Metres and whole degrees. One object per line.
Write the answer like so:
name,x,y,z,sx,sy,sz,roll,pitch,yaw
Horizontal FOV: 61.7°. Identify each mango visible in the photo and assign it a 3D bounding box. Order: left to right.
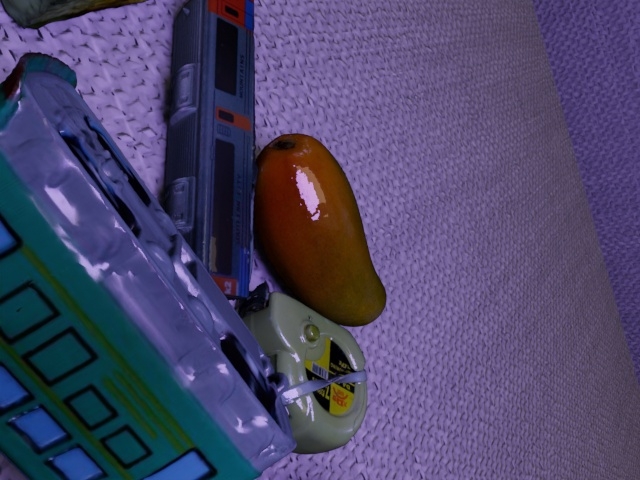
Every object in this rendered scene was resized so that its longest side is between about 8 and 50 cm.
mango,-0.002,0.001,0.697,0.289,0.129,0.146,65,24,-16

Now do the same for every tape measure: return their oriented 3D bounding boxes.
tape measure,-0.019,0.170,0.661,0.200,0.106,0.175,35,43,-40

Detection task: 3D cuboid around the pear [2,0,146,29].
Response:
pear,-0.227,-0.377,0.510,0.286,0.176,0.281,-44,111,-46

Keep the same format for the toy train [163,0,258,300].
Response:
toy train,-0.130,-0.133,0.621,0.089,0.086,0.408,11,73,-45

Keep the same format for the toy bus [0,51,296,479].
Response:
toy bus,-0.184,0.056,0.422,0.200,0.183,0.343,-32,109,-3
